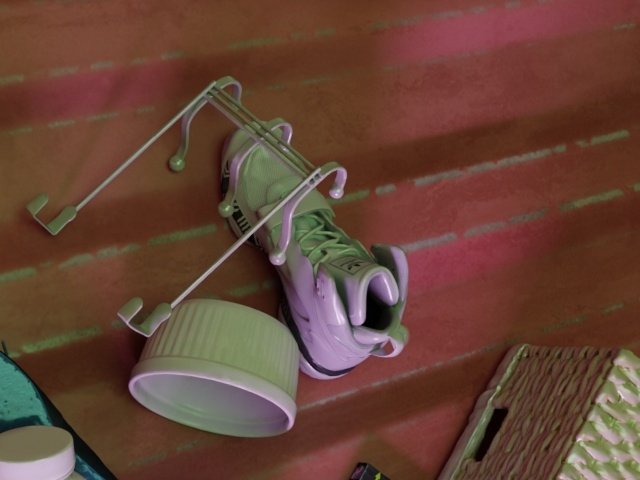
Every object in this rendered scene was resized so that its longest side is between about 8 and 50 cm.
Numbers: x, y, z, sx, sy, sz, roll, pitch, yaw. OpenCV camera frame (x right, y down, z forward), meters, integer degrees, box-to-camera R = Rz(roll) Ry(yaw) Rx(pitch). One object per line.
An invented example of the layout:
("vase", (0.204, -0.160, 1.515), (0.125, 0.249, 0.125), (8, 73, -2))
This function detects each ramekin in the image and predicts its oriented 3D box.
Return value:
("ramekin", (-0.123, 0.155, 1.446), (0.207, 0.207, 0.109), (25, 60, -22))

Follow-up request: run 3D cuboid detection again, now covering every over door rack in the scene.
("over door rack", (-0.161, -0.041, 1.449), (0.324, 0.108, 0.239), (-37, 55, -18))

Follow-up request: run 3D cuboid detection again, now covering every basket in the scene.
("basket", (0.378, 0.351, 1.636), (0.331, 0.266, 0.328), (39, 67, -15))

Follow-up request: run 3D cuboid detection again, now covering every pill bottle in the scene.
("pill bottle", (-0.302, 0.317, 1.252), (0.124, 0.124, 0.221), (-10, 109, -29))

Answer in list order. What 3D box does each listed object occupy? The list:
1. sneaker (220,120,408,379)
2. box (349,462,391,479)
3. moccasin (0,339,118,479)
("sneaker", (0.000, 0.000, 1.527), (0.137, 0.210, 0.365), (-21, 91, -29))
("box", (0.063, 0.400, 1.594), (0.116, 0.029, 0.162), (38, 67, -17))
("moccasin", (-0.351, 0.243, 1.360), (0.138, 0.117, 0.342), (-39, 105, -15))
